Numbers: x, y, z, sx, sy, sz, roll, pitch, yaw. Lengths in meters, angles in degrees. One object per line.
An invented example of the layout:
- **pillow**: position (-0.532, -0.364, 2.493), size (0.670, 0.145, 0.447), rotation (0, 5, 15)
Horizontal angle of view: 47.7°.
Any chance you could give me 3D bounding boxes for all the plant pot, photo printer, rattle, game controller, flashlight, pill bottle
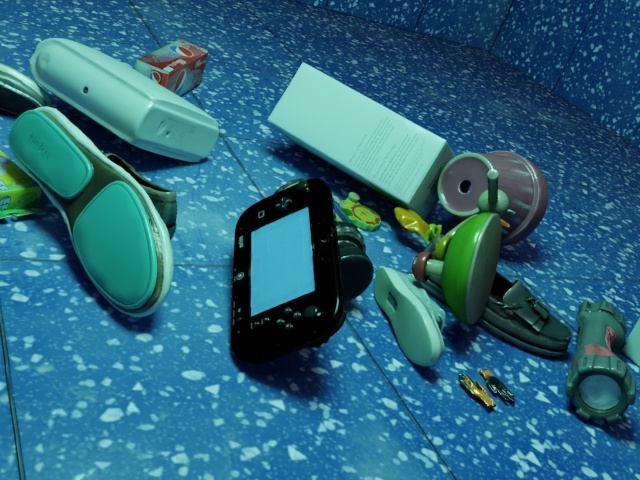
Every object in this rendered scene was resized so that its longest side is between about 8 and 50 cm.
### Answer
- **plant pot**: position (0.340, -0.098, 1.486), size (0.180, 0.201, 0.201), rotation (13, 24, -51)
- **photo printer**: position (-0.374, -0.270, 1.370), size (0.307, 0.107, 0.256), rotation (32, 9, 21)
- **rattle**: position (0.250, -0.048, 1.350), size (0.130, 0.200, 0.143), rotation (-22, 80, -25)
- **game controller**: position (-0.051, 0.035, 1.037), size (0.166, 0.067, 0.319), rotation (-16, 41, 10)
- **flashlight**: position (0.479, 0.195, 1.221), size (0.103, 0.103, 0.304), rotation (0, 14, 25)
- **pill bottle**: position (0.000, 0.000, 1.192), size (0.122, 0.123, 0.219), rotation (4, 31, -30)

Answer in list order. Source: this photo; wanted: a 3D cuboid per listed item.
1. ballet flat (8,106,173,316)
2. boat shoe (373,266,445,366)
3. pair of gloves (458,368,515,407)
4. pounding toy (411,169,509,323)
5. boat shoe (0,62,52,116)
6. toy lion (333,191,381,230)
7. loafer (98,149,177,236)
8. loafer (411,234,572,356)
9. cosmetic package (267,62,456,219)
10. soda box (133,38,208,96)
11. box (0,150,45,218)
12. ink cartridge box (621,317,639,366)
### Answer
- **ballet flat**: position (-0.307, -0.048, 1.051), size (0.139, 0.139, 0.400), rotation (-13, 51, -48)
- **boat shoe**: position (0.156, 0.114, 1.145), size (0.081, 0.079, 0.227), rotation (5, 28, -20)
- **pair of gloves**: position (0.251, 0.223, 1.091), size (0.083, 0.010, 0.074), rotation (2, 32, -38)
- **pounding toy**: position (0.223, 0.010, 1.181), size (0.110, 0.237, 0.183), rotation (13, -6, 24)
- **boat shoe**: position (-0.627, -0.275, 1.278), size (0.285, 0.103, 0.092), rotation (25, 52, -24)
- **toy lion**: position (0.070, -0.053, 1.444), size (0.100, 0.034, 0.096), rotation (-12, 50, -47)
- **loafer**: position (-0.327, -0.103, 1.184), size (0.267, 0.084, 0.096), rotation (34, 30, 23)
- **loafer**: position (0.308, 0.095, 1.270), size (0.302, 0.095, 0.109), rotation (29, 28, 14)
- **cosmetic package**: position (0.095, -0.210, 1.542), size (0.365, 0.155, 0.197), rotation (32, 3, 22)
- **soda box**: position (-0.348, -0.390, 1.681), size (0.083, 0.092, 0.263), rotation (22, 28, 2)
- **box**: position (-0.501, -0.090, 1.083), size (0.179, 0.043, 0.105), rotation (37, 31, 24)
- **ink cartridge box**: position (0.716, 0.231, 1.298), size (0.196, 0.114, 0.273), rotation (-2, 36, -36)
